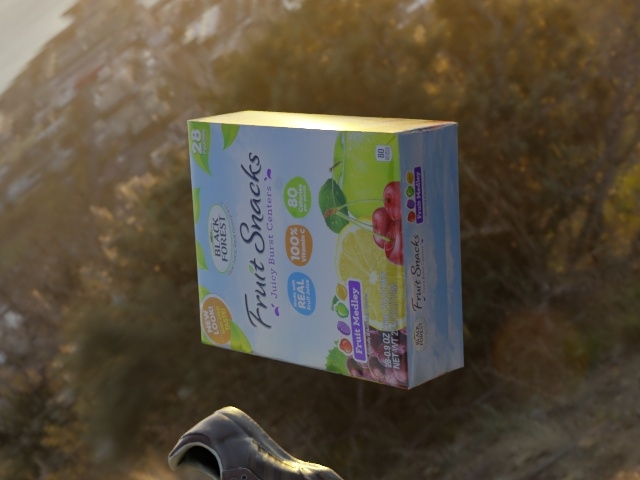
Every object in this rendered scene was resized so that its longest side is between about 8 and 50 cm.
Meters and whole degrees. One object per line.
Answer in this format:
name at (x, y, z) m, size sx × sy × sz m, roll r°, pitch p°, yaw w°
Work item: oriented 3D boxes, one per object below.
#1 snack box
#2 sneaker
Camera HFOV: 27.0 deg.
snack box at (0.000, 0.000, 0.949) m, size 0.207 × 0.175 × 0.070 m, roll 7°, pitch 15°, yaw 44°
sneaker at (-0.040, 0.199, 1.025) m, size 0.071 × 0.066 × 0.188 m, roll -30°, pitch 41°, yaw -33°
